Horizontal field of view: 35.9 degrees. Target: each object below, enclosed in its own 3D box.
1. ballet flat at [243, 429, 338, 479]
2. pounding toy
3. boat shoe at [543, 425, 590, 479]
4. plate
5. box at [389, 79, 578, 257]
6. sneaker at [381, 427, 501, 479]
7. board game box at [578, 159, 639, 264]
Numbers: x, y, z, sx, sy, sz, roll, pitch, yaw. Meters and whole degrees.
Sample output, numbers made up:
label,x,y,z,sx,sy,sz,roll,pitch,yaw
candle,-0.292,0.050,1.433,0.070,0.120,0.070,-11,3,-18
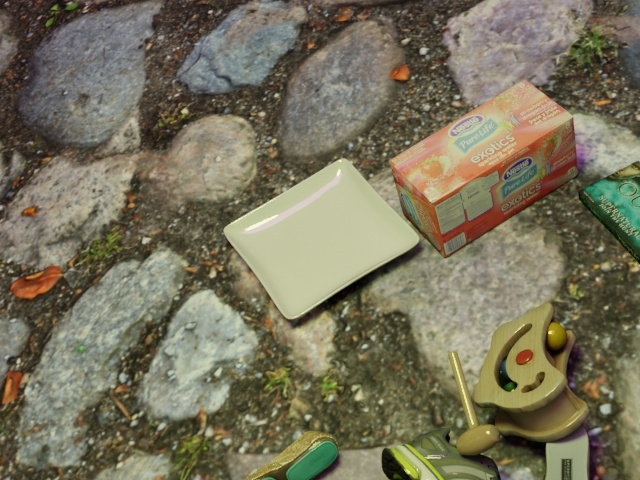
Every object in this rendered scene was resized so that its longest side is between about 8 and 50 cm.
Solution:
label,x,y,z,sx,sy,sz,roll,pitch,yaw
ballet flat,-0.065,0.361,1.504,0.206,0.073,0.067,-31,21,-13
pounding toy,0.290,0.187,1.419,0.154,0.155,0.269,-21,29,40
boat shoe,0.332,0.356,1.351,0.080,0.076,0.228,-2,39,17
plate,0.000,0.000,1.797,0.277,0.045,0.278,-31,48,-10
box,0.290,-0.129,1.742,0.300,0.154,0.142,-32,49,-9
sneaker,0.220,0.367,1.373,0.121,0.111,0.300,-32,53,-22
board game box,0.544,-0.050,1.677,0.126,0.026,0.186,-27,48,-5
